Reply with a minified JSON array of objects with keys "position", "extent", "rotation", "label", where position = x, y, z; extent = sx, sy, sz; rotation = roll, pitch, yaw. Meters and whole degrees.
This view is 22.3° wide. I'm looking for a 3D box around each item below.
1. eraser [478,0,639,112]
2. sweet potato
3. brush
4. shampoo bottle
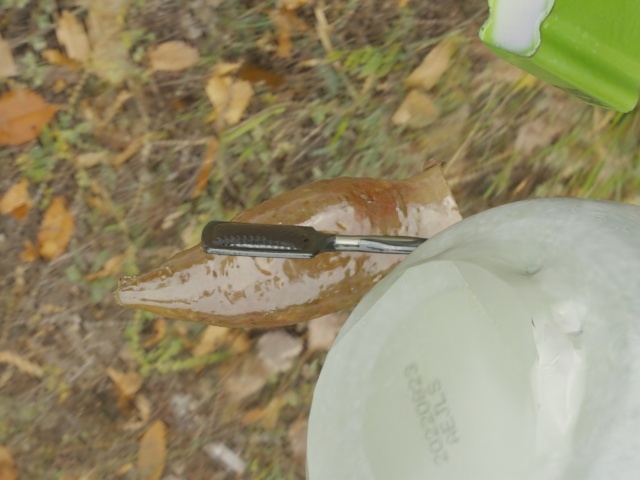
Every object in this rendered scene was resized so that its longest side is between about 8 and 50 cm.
[{"position":[0.292,-0.270,1.791],"extent":[0.092,0.274,0.210],"rotation":[19,94,35],"label":"eraser"},{"position":[-0.020,0.011,1.473],"extent":[0.336,0.131,0.131],"rotation":[-9,102,-16],"label":"sweet potato"},{"position":[0.000,0.000,1.315],"extent":[0.193,0.063,0.016],"rotation":[4,115,-2],"label":"brush"},{"position":[0.164,0.139,0.930],"extent":[0.322,0.322,0.317],"rotation":[-33,137,19],"label":"shampoo bottle"}]
